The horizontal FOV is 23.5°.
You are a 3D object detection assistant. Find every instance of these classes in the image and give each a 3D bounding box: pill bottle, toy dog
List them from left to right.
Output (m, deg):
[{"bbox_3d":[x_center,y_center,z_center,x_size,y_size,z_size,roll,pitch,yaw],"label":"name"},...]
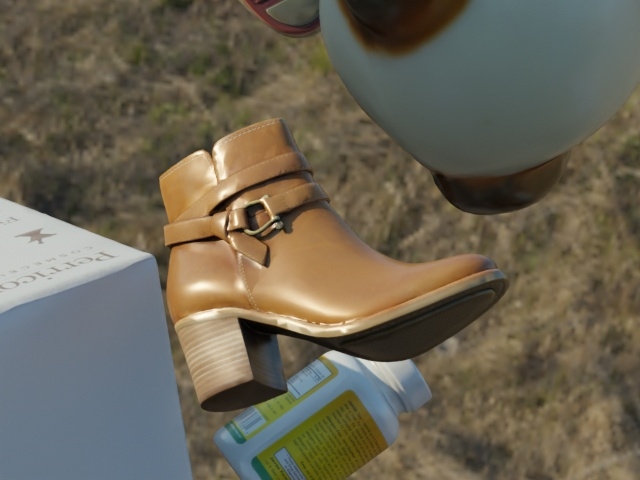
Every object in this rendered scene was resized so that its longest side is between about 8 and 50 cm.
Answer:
[{"bbox_3d":[0.005,0.186,1.574,0.208,0.117,0.117,-36,41,-8],"label":"pill bottle"},{"bbox_3d":[0.193,-0.183,0.855,0.408,0.284,0.395,-28,56,2],"label":"toy dog"}]

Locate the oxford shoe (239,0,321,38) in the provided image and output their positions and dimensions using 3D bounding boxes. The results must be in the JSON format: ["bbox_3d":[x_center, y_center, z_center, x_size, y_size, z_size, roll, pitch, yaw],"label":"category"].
[{"bbox_3d":[-0.117,-0.370,1.812,0.348,0.123,0.130,54,-2,3],"label":"oxford shoe"}]

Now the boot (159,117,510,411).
[{"bbox_3d":[0.000,0.000,1.271,0.109,0.283,0.220,31,42,-59],"label":"boot"}]

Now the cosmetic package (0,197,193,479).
[{"bbox_3d":[-0.368,0.169,1.488,0.329,0.327,0.394,-22,25,-35],"label":"cosmetic package"}]
